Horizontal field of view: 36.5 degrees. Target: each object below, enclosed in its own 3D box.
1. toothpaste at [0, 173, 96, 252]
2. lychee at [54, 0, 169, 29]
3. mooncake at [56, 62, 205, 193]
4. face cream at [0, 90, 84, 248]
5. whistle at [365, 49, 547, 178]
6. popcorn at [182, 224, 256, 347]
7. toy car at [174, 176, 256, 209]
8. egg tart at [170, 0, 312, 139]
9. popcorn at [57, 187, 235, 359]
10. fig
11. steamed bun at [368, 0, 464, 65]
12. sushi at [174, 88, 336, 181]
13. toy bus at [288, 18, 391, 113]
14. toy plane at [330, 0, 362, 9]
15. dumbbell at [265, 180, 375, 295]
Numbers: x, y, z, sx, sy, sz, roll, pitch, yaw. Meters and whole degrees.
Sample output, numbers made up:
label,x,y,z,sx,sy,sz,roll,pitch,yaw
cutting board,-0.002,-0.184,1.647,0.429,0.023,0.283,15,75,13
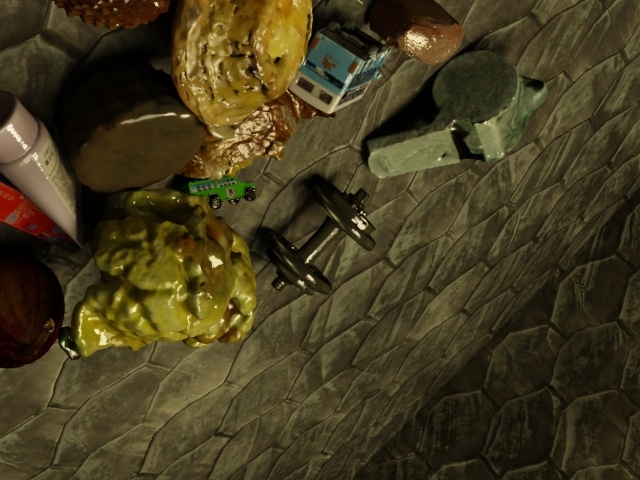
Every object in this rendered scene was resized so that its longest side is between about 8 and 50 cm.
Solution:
label,x,y,z,sx,sy,sz,roll,pitch,yaw
toothpaste,-0.488,-0.066,1.555,0.066,0.076,0.320,-46,151,5
lychee,-0.264,-0.381,1.300,0.238,0.200,0.200,1,132,-25
mooncake,-0.306,-0.180,1.556,0.228,0.124,0.228,-23,157,-11
face cream,-0.437,-0.116,1.511,0.096,0.154,0.274,-21,144,7
whistle,0.299,-0.249,2.143,0.405,0.188,0.168,-40,151,-3
popcorn,-0.228,0.084,1.882,0.276,0.276,0.225,-9,131,-44
toy car,-0.201,-0.092,1.862,0.165,0.062,0.071,-15,-175,-39
egg tart,-0.102,-0.324,1.505,0.341,0.129,0.341,14,90,-71
popcorn,-0.276,0.046,1.630,0.237,0.293,0.293,-12,163,28
fig,-0.512,0.147,1.625,0.204,0.249,0.186,-34,141,-10
steamed bun,0.184,-0.400,1.856,0.175,0.145,0.106,-3,134,-42
sushi,-0.137,-0.192,1.743,0.296,0.167,0.179,-38,127,-20
toy bus,0.041,-0.310,1.716,0.131,0.106,0.297,-58,176,17
toy plane,0.008,-0.458,1.651,0.226,0.058,0.226,-55,153,7
dumbbell,0.000,0.000,2.110,0.290,0.192,0.192,-46,150,5
